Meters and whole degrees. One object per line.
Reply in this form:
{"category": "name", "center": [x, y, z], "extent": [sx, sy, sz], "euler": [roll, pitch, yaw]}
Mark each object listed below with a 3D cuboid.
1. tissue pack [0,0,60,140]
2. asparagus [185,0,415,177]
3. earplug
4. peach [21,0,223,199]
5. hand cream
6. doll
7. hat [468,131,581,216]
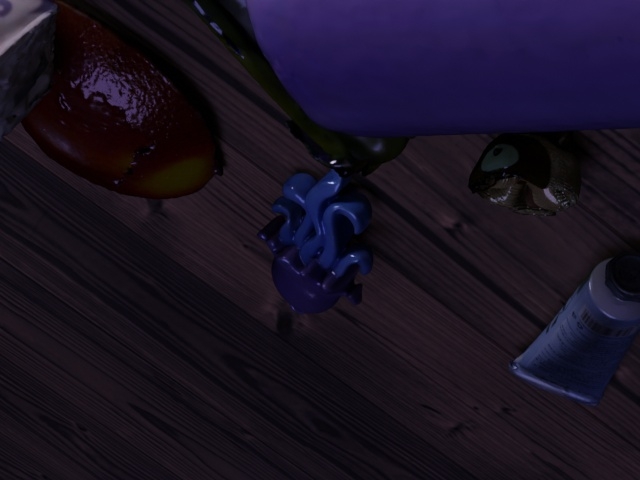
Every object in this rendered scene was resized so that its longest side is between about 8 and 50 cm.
{"category": "tissue pack", "center": [-0.405, -0.171, 1.386], "extent": [0.343, 0.242, 0.125], "euler": [33, 148, 10]}
{"category": "asparagus", "center": [-0.058, -0.207, 1.196], "extent": [0.128, 0.108, 0.382], "euler": [-23, 122, 37]}
{"category": "earplug", "center": [0.176, -0.151, 0.903], "extent": [0.456, 0.215, 0.215], "euler": [7, 145, 48]}
{"category": "peach", "center": [-0.205, -0.122, 1.509], "extent": [0.279, 0.068, 0.189], "euler": [38, 148, -15]}
{"category": "hand cream", "center": [0.221, 0.080, 1.459], "extent": [0.088, 0.055, 0.256], "euler": [20, 153, 2]}
{"category": "doll", "center": [0.000, 0.000, 1.525], "extent": [0.110, 0.067, 0.206], "euler": [38, 142, 14]}
{"category": "hat", "center": [0.154, -0.055, 1.300], "extent": [0.076, 0.059, 0.077], "euler": [21, 160, -19]}
